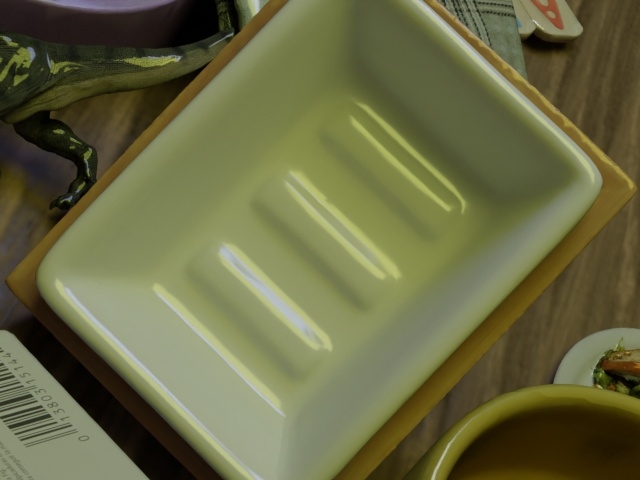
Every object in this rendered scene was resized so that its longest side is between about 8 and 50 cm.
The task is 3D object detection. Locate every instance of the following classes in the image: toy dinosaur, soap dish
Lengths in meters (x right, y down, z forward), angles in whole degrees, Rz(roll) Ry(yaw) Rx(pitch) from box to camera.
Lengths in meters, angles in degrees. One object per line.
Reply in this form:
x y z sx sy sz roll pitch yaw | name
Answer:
-0.184 -0.078 1.111 0.268 0.064 0.118 1 86 -12 | toy dinosaur
0.000 0.000 1.056 0.229 0.118 0.291 43 89 8 | soap dish

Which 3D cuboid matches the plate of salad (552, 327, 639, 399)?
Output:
0.247 0.138 1.237 0.199 0.048 0.200 18 47 -20 | plate of salad

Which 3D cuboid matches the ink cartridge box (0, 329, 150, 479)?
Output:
-0.183 0.170 0.853 0.261 0.066 0.296 -13 40 -40 | ink cartridge box

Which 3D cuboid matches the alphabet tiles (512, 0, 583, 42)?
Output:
0.095 -0.273 1.484 0.284 0.021 0.278 -2 55 -41 | alphabet tiles

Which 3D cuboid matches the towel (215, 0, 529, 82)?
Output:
0.045 -0.170 1.280 0.312 0.056 0.324 7 63 -43 | towel

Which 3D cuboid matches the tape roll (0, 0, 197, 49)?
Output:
-0.203 -0.230 1.232 0.274 0.090 0.275 17 46 -19 | tape roll

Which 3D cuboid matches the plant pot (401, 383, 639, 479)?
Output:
0.103 0.239 0.923 0.254 0.239 0.254 18 47 -20 | plant pot
